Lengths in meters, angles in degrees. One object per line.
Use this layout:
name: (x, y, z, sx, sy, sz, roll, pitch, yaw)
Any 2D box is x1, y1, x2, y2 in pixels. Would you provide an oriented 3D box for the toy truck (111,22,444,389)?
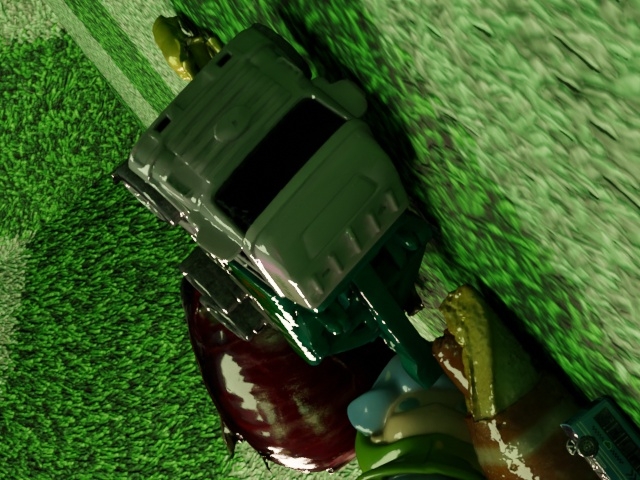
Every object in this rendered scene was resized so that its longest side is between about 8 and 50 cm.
toy truck: (-0.006, -0.005, 1.060, 0.178, 0.176, 0.363, 37, 170, 28)

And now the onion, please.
onion: (-0.011, 0.077, 1.420, 0.314, 0.232, 0.313, -20, -90, -80)

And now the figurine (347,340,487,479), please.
figurine: (0.100, 0.186, 1.201, 0.263, 0.162, 0.143, -69, -27, -58)

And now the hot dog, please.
hot dog: (0.165, 0.156, 1.090, 0.261, 0.093, 0.123, 49, 174, 3)

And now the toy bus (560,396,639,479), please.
toy bus: (0.208, 0.152, 0.975, 0.083, 0.046, 0.038, 52, 175, 4)

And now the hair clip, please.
hair clip: (-0.131, -0.187, 1.404, 0.072, 0.046, 0.173, 57, 174, -27)
